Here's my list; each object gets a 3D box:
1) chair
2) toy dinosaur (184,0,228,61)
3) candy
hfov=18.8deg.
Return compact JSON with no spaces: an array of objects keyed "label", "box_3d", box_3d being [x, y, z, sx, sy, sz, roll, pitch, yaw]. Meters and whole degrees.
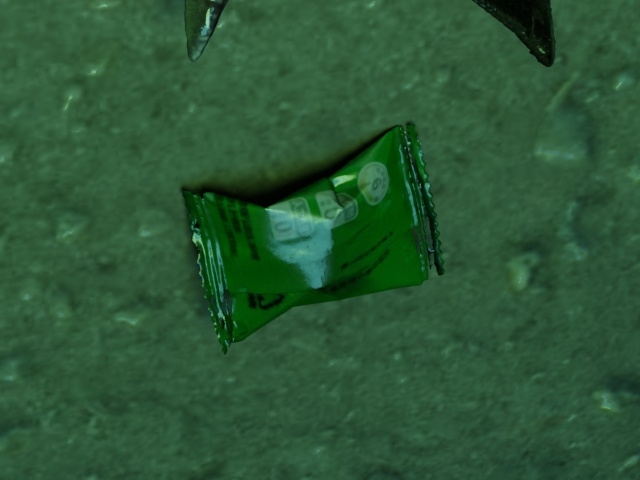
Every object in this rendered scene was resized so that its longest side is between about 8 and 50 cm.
[{"label":"chair","box_3d":[0.100,-0.220,1.321,0.213,0.174,0.149,24,120,-25]},{"label":"toy dinosaur","box_3d":[-0.067,-0.266,1.265,0.162,0.077,0.294,15,120,-33]},{"label":"candy","box_3d":[0.002,0.003,1.524,0.203,0.078,0.141,-19,133,-15]}]
